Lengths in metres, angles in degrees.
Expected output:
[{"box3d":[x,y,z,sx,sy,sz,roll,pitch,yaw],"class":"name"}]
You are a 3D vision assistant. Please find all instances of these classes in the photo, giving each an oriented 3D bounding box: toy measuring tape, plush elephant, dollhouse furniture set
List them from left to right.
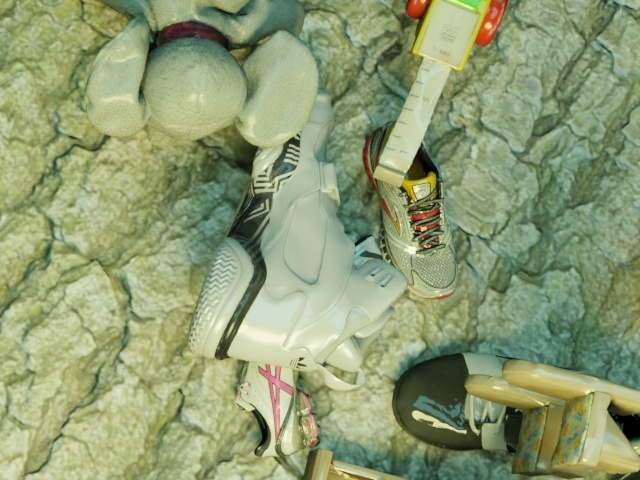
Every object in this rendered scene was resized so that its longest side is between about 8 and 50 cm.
[{"box3d":[-0.146,-0.213,1.662,0.271,0.330,0.255,13,80,-16],"class":"plush elephant"},{"box3d":[0.137,-0.220,1.766,0.121,0.121,0.330,22,90,-7],"class":"toy measuring tape"},{"box3d":[0.126,0.320,1.560,0.256,0.394,0.362,15,76,-8],"class":"dollhouse furniture set"}]

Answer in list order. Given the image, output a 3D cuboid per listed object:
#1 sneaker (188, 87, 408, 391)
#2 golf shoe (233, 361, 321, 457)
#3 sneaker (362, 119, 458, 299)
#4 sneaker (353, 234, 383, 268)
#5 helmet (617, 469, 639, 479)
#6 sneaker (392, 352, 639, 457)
[{"box3d":[0.000,0.000,1.703,0.210,0.137,0.366,21,60,-2],"class":"sneaker"},{"box3d":[-0.063,0.159,1.723,0.086,0.067,0.186,-16,83,-13],"class":"golf shoe"},{"box3d":[0.109,-0.037,1.784,0.088,0.093,0.225,-18,84,-14],"class":"sneaker"},{"box3d":[0.030,0.039,1.781,0.109,0.040,0.044,-35,98,-11],"class":"sneaker"},{"box3d":[0.432,0.330,1.751,0.169,0.169,0.161,-27,69,-15],"class":"helmet"},{"box3d":[0.253,0.192,1.744,0.330,0.146,0.122,6,79,-9],"class":"sneaker"}]
